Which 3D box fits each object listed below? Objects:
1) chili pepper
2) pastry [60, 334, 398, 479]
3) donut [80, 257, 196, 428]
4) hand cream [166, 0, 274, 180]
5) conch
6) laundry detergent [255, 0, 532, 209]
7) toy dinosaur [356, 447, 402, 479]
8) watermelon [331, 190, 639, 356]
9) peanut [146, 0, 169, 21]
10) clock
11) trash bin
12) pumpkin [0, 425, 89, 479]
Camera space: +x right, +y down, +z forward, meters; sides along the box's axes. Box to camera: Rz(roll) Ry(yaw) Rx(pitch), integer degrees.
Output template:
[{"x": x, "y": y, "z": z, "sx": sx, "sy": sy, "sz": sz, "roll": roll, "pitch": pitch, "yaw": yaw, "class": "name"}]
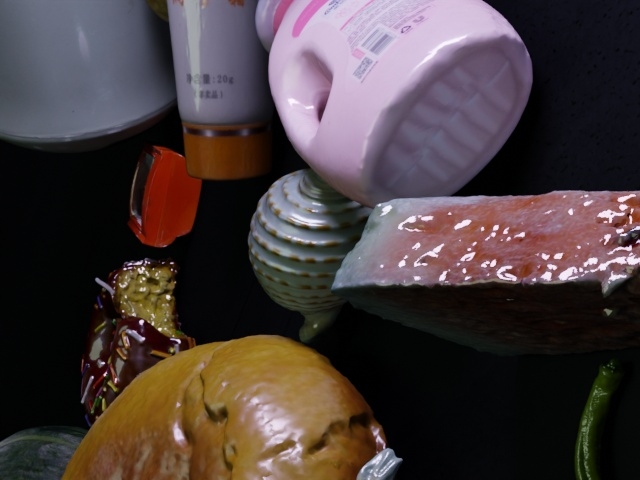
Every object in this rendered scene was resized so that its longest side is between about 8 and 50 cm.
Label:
[{"x": 0.145, "y": 0.102, "z": 0.570, "sx": 0.030, "sy": 0.017, "sz": 0.083, "roll": 0, "pitch": 81, "yaw": 65, "class": "chili pepper"}, {"x": -0.085, "y": 0.230, "z": 0.813, "sx": 0.356, "sy": 0.164, "sz": 0.356, "roll": -31, "pitch": 49, "yaw": 43, "class": "pastry"}, {"x": -0.220, "y": 0.135, "z": 1.283, "sx": 0.230, "sy": 0.096, "sz": 0.216, "roll": -103, "pitch": 32, "yaw": -40, "class": "donut"}, {"x": -0.086, "y": -0.216, "z": 1.036, "sx": 0.089, "sy": 0.139, "sz": 0.314, "roll": -34, "pitch": -57, "yaw": -65, "class": "hand cream"}, {"x": -0.005, "y": -0.004, "z": 0.851, "sx": 0.153, "sy": 0.102, "sz": 0.135, "roll": -51, "pitch": 16, "yaw": 38, "class": "conch"}, {"x": 0.028, "y": -0.132, "z": 0.811, "sx": 0.159, "sy": 0.088, "sz": 0.335, "roll": -46, "pitch": 29, "yaw": 4, "class": "laundry detergent"}, {"x": 0.040, "y": 0.219, "z": 0.651, "sx": 0.044, "sy": 0.106, "sz": 0.187, "roll": 78, "pitch": -147, "yaw": -66, "class": "toy dinosaur"}, {"x": 0.127, "y": 0.009, "z": 0.530, "sx": 0.241, "sy": 0.154, "sz": 0.094, "roll": -2, "pitch": 79, "yaw": 53, "class": "watermelon"}, {"x": -0.089, "y": -0.325, "z": 1.112, "sx": 0.313, "sy": 0.149, "sz": 0.149, "roll": -46, "pitch": 41, "yaw": 46, "class": "peanut"}, {"x": -0.193, "y": -0.058, "z": 1.340, "sx": 0.155, "sy": 0.061, "sz": 0.113, "roll": -150, "pitch": 71, "yaw": -68, "class": "clock"}, {"x": -0.306, "y": -0.313, "z": 1.285, "sx": 0.280, "sy": 0.280, "sz": 0.432, "roll": -118, "pitch": 19, "yaw": -54, "class": "trash bin"}, {"x": -0.263, "y": 0.343, "z": 1.123, "sx": 0.300, "sy": 0.207, "sz": 0.300, "roll": -1, "pitch": -90, "yaw": -81, "class": "pumpkin"}]
